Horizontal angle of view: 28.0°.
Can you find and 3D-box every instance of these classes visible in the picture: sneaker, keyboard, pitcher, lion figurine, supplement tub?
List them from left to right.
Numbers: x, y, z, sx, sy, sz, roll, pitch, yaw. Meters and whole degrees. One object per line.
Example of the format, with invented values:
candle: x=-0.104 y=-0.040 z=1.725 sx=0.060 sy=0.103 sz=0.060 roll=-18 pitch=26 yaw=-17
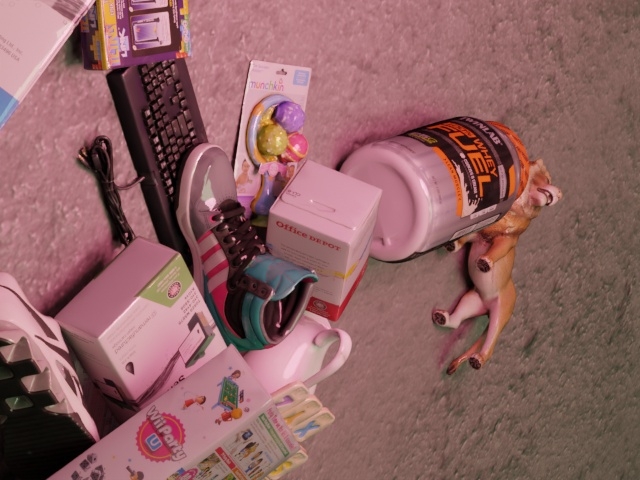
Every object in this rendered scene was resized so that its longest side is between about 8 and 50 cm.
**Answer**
sneaker: x=-0.339 y=0.171 z=1.555 sx=0.146 sy=0.122 sz=0.330 roll=-95 pitch=176 yaw=-46
keyboard: x=-0.214 y=-0.090 z=1.684 sx=0.201 sy=0.033 sz=0.317 roll=-42 pitch=134 yaw=-33
sneaker: x=-0.093 y=0.020 z=1.708 sx=0.124 sy=0.178 sz=0.295 roll=-29 pitch=119 yaw=-49
pitcher: x=-0.046 y=0.200 z=1.895 sx=0.125 sy=0.178 sz=0.207 roll=36 pitch=87 yaw=-27
supplement tub: x=0.188 y=-0.091 z=2.063 sx=0.316 sy=0.194 sz=0.193 roll=-22 pitch=122 yaw=-47
lion figurine: x=0.317 y=0.047 z=2.366 sx=0.240 sy=0.142 sz=0.392 roll=-39 pitch=148 yaw=-46

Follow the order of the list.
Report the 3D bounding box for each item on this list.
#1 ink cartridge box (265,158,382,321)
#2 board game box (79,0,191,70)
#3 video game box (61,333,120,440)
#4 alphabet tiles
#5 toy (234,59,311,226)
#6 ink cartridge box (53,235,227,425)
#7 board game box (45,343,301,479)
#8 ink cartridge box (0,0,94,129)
ink cartridge box: x=0.000 y=0.000 z=1.854 sx=0.176 sy=0.128 sz=0.127 roll=100 pitch=17 yaw=-48
board game box: x=-0.225 y=-0.297 z=1.544 sx=0.141 sy=0.048 sz=0.170 roll=-18 pitch=110 yaw=-46
video game box: x=-0.276 y=0.199 z=1.718 sx=0.187 sy=0.048 sz=0.205 roll=0 pitch=105 yaw=-49
alphabet tiles: x=-0.119 y=0.302 z=1.846 sx=0.278 sy=0.021 sz=0.284 roll=-30 pitch=148 yaw=3
toy: x=-0.058 y=-0.132 z=1.843 sx=0.137 sy=0.056 sz=0.237 roll=-2 pitch=107 yaw=-53
ink cartridge box: x=-0.219 y=0.131 z=1.646 sx=0.160 sy=0.093 sz=0.219 roll=-48 pitch=137 yaw=-27
board game box: x=-0.185 y=0.288 z=1.602 sx=0.303 sy=0.097 sz=0.224 roll=-36 pitch=155 yaw=-8
ink cartridge box: x=-0.351 y=-0.257 z=1.271 sx=0.223 sy=0.129 sz=0.307 roll=36 pitch=73 yaw=-15
